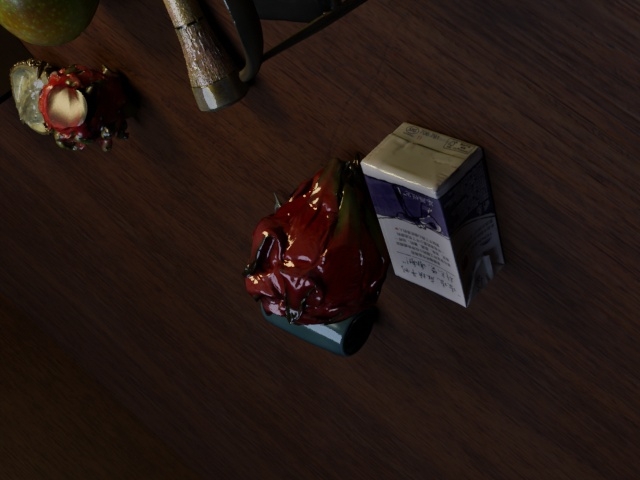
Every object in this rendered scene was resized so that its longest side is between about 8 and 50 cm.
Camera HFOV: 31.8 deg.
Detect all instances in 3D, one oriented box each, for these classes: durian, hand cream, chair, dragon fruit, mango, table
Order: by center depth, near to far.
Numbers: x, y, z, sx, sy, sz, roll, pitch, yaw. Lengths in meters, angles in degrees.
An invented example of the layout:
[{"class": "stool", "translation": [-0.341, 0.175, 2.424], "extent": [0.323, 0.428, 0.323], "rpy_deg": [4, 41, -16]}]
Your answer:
[{"class": "chair", "translation": [-0.049, -0.315, 1.213], "extent": [0.166, 0.272, 0.188], "rpy_deg": [18, 141, 45]}, {"class": "dragon fruit", "translation": [0.000, 0.000, 1.663], "extent": [0.233, 0.233, 0.293], "rpy_deg": [32, 132, 28]}, {"class": "hand cream", "translation": [-0.183, -0.295, 1.678], "extent": [0.084, 0.084, 0.203], "rpy_deg": [8, 129, 53]}, {"class": "mango", "translation": [-0.467, -0.478, 1.714], "extent": [0.225, 0.201, 0.382], "rpy_deg": [-138, 26, -68]}, {"class": "dragon fruit", "translation": [-0.410, -0.236, 2.020], "extent": [0.166, 0.172, 0.160], "rpy_deg": [48, 116, 14]}, {"class": "durian", "translation": [-0.547, -0.285, 2.217], "extent": [0.148, 0.091, 0.188], "rpy_deg": [48, 132, 0]}, {"class": "table", "translation": [-0.710, -0.347, 2.287], "extent": [0.169, 0.172, 0.193], "rpy_deg": [52, 153, -12]}]

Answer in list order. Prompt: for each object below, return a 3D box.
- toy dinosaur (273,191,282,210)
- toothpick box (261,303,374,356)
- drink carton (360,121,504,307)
[{"class": "toy dinosaur", "translation": [-0.008, -0.018, 1.841], "extent": [0.209, 0.039, 0.082], "rpy_deg": [35, 153, 25]}, {"class": "toothpick box", "translation": [-0.002, 0.122, 1.940], "extent": [0.184, 0.120, 0.120], "rpy_deg": [27, 148, 31]}, {"class": "drink carton", "translation": [0.154, -0.032, 1.506], "extent": [0.134, 0.102, 0.222], "rpy_deg": [22, 145, 38]}]
